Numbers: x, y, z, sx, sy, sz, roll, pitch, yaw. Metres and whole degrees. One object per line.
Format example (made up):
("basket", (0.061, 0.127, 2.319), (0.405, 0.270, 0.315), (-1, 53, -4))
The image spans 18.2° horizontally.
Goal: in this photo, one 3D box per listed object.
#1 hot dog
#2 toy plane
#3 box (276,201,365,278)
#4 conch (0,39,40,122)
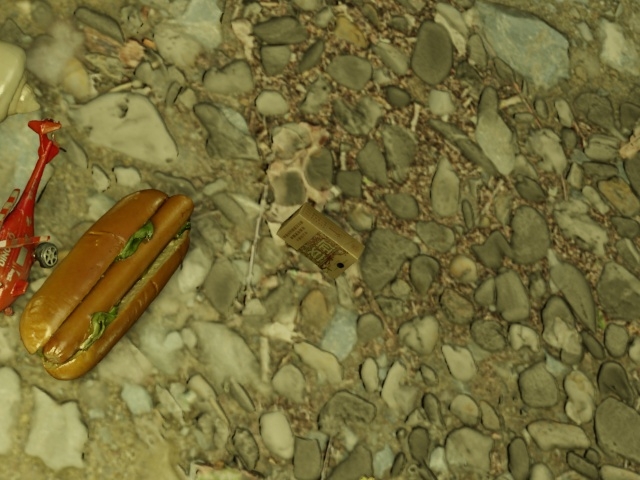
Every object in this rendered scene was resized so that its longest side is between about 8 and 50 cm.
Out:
("hot dog", (-0.205, 0.037, 1.977), (0.100, 0.068, 0.249), (54, 47, -21))
("toy plane", (-0.300, -0.020, 1.944), (0.077, 0.126, 0.194), (44, 39, -51))
("box", (0.000, 0.000, 2.151), (0.083, 0.053, 0.024), (38, 51, -8))
("conch", (-0.362, -0.167, 1.984), (0.176, 0.094, 0.104), (28, 92, -12))
